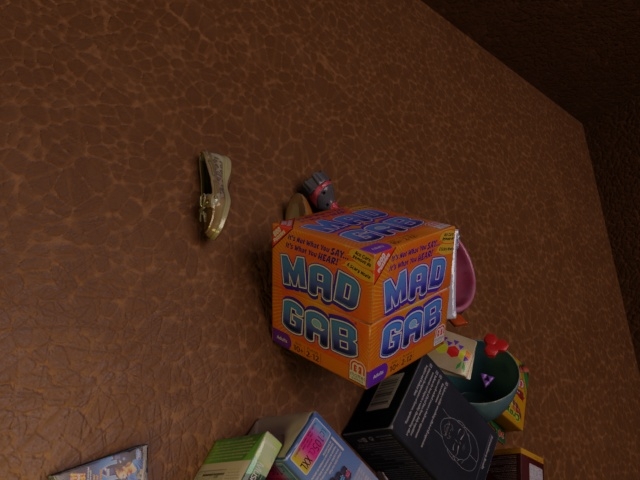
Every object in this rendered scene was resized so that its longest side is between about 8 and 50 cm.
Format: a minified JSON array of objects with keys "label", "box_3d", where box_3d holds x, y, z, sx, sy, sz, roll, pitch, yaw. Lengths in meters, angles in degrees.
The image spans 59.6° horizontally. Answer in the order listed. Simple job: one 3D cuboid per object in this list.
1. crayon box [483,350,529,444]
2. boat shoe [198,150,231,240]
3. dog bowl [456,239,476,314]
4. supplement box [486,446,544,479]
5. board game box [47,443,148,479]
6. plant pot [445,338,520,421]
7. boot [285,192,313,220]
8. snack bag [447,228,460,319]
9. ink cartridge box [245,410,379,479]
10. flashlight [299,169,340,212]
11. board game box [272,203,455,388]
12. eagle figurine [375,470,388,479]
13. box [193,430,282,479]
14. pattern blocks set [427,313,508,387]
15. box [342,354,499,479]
[{"label":"crayon box","box_3d":[0.687,0.577,2.118,0.202,0.081,0.319,40,50,-21]},{"label":"boat shoe","box_3d":[-0.311,-0.129,1.582,0.089,0.104,0.285,18,49,-29]},{"label":"dog bowl","box_3d":[0.404,0.114,2.045,0.407,0.150,0.408,18,60,-34]},{"label":"supplement box","box_3d":[0.631,0.818,1.877,0.129,0.191,0.194,32,52,-26]},{"label":"board game box","box_3d":[-0.461,0.531,1.160,0.194,0.060,0.194,11,64,-36]},{"label":"plant pot","box_3d":[0.521,0.508,1.905,0.290,0.290,0.196,-45,137,-43]},{"label":"boot","box_3d":[0.001,0.000,1.795,0.211,0.104,0.295,4,73,-45]},{"label":"snack bag","box_3d":[0.295,0.106,1.862,0.342,0.037,0.324,5,78,-1]},{"label":"ink cartridge box","box_3d":[0.003,0.615,1.374,0.395,0.270,0.151,49,50,-12]},{"label":"flashlight","box_3d":[0.064,-0.089,1.831,0.304,0.103,0.103,49,0,10]},{"label":"board game box","box_3d":[0.114,0.126,1.552,0.356,0.356,0.357,-16,115,-44]},{"label":"eagle figurine","box_3d":[0.217,0.781,1.528,0.298,0.225,0.226,20,41,-27]},{"label":"box","box_3d":[-0.233,0.577,1.215,0.058,0.232,0.322,44,48,-17]},{"label":"pattern blocks set","box_3d":[0.424,0.373,1.856,0.324,0.026,0.285,25,62,22]},{"label":"box","box_3d":[0.312,0.592,1.695,0.395,0.212,0.293,49,46,-11]}]
